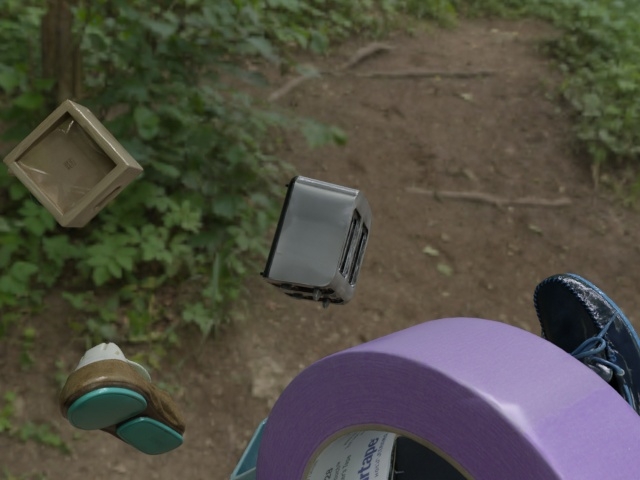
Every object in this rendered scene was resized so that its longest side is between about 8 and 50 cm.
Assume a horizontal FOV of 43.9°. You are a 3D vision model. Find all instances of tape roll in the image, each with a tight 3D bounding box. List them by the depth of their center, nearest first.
[{"bbox_3d":[0.080,0.189,0.476,0.090,0.275,0.274,-12,16,-41],"label":"tape roll"}]

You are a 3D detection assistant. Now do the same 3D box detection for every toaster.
[{"bbox_3d":[0.000,0.000,1.169,0.110,0.186,0.168,13,-12,14],"label":"toaster"}]

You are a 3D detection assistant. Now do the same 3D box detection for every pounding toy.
[{"bbox_3d":[-0.320,-0.090,0.995,0.141,0.130,0.100,-43,-1,2],"label":"pounding toy"}]

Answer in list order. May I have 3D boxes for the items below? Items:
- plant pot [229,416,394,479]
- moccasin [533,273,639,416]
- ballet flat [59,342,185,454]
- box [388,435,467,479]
[{"bbox_3d":[0.025,0.440,1.478,0.247,0.252,0.247,-30,6,16],"label":"plant pot"},{"bbox_3d":[0.397,0.196,1.118,0.116,0.342,0.138,-6,-32,-35],"label":"moccasin"},{"bbox_3d":[-0.291,0.222,1.163,0.116,0.124,0.342,-24,-27,3],"label":"ballet flat"},{"bbox_3d":[0.283,0.518,0.880,0.297,0.472,0.480,-14,-39,33],"label":"box"}]
